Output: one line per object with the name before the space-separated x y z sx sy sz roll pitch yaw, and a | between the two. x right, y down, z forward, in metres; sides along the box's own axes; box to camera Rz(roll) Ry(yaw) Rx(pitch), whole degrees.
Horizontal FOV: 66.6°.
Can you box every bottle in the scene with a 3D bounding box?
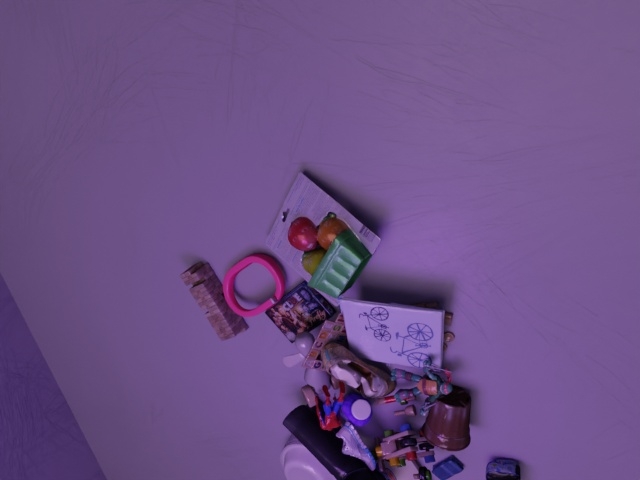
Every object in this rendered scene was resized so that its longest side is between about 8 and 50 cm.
bottle | 0.131 0.618 1.780 0.118 0.092 0.283 43 164 12

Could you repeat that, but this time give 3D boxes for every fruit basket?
fruit basket | 0.000 0.000 1.621 0.353 0.165 0.327 43 126 20

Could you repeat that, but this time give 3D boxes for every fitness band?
fitness band | -0.257 0.172 1.840 0.290 0.054 0.209 -34 85 34

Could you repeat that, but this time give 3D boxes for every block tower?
block tower | -0.425 0.249 1.959 0.090 0.097 0.336 -24 103 34

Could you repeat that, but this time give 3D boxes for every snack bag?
snack bag | 0.238 0.316 1.631 0.342 0.037 0.323 5 133 19

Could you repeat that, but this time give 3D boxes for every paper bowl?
paper bowl | -0.043 0.976 2.096 0.283 0.148 0.285 11 119 20

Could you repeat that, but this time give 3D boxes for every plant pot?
plant pot | 0.442 0.599 1.675 0.166 0.167 0.165 10 110 22

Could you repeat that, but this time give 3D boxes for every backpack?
backpack | 0.645 0.830 1.724 0.114 0.084 0.105 0 113 20

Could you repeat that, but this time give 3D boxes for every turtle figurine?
turtle figurine | 0.350 0.488 1.621 0.234 0.118 0.176 -12 70 44

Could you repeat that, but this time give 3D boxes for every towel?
towel | 0.484 0.869 1.855 0.067 0.029 0.119 42 124 3

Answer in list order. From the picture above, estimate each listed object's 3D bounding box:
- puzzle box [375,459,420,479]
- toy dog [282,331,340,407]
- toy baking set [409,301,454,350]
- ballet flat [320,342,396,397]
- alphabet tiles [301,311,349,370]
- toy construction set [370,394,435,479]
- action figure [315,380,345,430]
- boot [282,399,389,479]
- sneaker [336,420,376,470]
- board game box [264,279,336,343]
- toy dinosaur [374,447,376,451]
puzzle box | 0.313 1.018 1.939 0.272 0.052 0.409 -32 98 12
toy dog | -0.031 0.456 1.835 0.161 0.219 0.334 39 131 53
toy baking set | 0.332 0.303 1.652 0.256 0.030 0.197 -13 108 30
ballet flat | 0.140 0.486 1.714 0.348 0.123 0.123 39 127 -23
alphabet tiles | 0.063 0.366 1.733 0.198 0.009 0.237 19 105 -33
toy construction set | 0.257 0.718 1.764 0.237 0.257 0.309 -19 83 23
action figure | 0.031 0.572 1.740 0.091 0.139 0.281 -7 131 -12
boot | 0.025 0.796 1.779 0.445 0.367 0.146 45 102 27
sneaker | 0.124 0.758 1.763 0.191 0.082 0.071 53 159 10
board game box | -0.079 0.268 1.829 0.165 0.042 0.243 49 125 -2
toy dinosaur | 0.234 0.896 1.989 0.183 0.053 0.093 5 130 28
